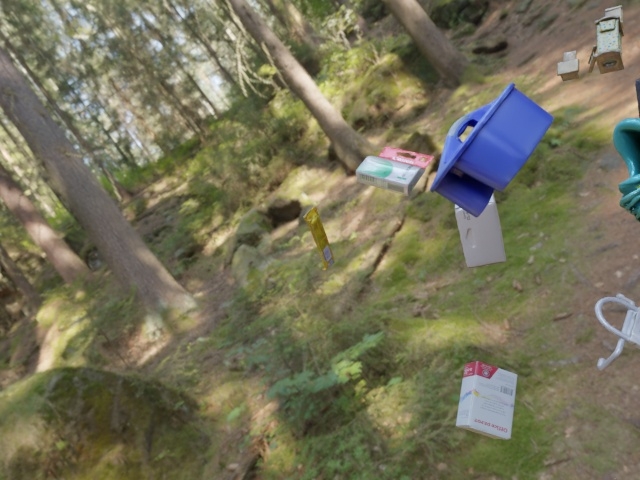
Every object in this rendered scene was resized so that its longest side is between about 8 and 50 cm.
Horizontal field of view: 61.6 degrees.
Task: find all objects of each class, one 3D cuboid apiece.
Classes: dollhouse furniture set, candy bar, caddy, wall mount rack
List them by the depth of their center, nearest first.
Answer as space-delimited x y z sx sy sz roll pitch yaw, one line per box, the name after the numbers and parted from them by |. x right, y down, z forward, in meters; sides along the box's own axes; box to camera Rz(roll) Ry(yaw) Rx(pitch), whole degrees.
0.000 0.000 1.176 0.018 0.161 0.040 15 48 38 | candy bar
0.385 -0.221 1.267 0.341 0.179 0.241 -48 -8 -31 | caddy
0.812 0.241 1.280 0.304 0.350 0.130 -45 -22 -38 | wall mount rack
0.728 -0.552 1.461 0.161 0.181 0.101 -4 -17 36 | dollhouse furniture set

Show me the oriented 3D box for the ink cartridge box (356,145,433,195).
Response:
0.245 -0.247 1.736 0.224 0.181 0.056 -53 -30 -35 | ink cartridge box

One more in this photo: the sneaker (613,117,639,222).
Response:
0.377 -0.028 0.580 0.107 0.110 0.275 107 175 -53 | sneaker

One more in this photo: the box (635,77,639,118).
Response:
0.949 -0.172 1.106 0.298 0.471 0.480 -11 5 -1 | box

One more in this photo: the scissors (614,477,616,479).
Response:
0.890 0.857 1.684 0.109 0.296 0.021 -15 25 11 | scissors

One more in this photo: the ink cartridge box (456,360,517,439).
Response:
0.446 0.430 1.445 0.072 0.128 0.175 131 158 -65 | ink cartridge box

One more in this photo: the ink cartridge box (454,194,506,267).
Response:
0.537 -0.075 1.825 0.131 0.226 0.306 -12 22 17 | ink cartridge box
